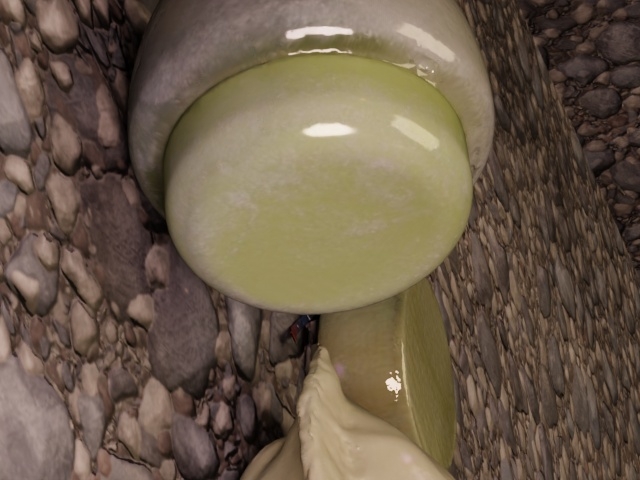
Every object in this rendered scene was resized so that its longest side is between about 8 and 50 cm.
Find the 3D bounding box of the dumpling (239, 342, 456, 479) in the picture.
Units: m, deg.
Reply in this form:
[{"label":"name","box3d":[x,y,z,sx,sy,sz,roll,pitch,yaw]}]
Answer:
[{"label":"dumpling","box3d":[0.038,0.250,1.447,0.395,0.233,0.316,69,13,-65]}]

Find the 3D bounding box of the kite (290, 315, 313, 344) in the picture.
[{"label":"kite","box3d":[-0.004,0.001,1.787,0.360,0.022,0.204,-42,120,-69]}]

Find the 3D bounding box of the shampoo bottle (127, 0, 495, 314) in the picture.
[{"label":"shampoo bottle","box3d":[-0.010,-0.119,1.393,0.322,0.322,0.317,57,21,-44]}]

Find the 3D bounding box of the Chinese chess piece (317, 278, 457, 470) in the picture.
[{"label":"Chinese chess piece","box3d":[0.079,0.154,1.763,0.250,0.101,0.250,-9,90,-73]}]
